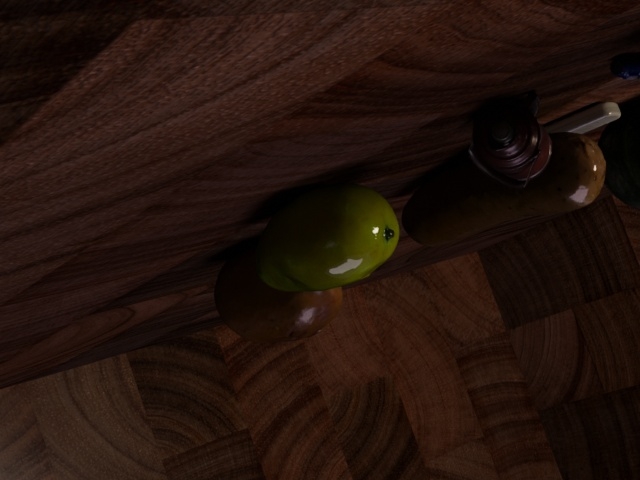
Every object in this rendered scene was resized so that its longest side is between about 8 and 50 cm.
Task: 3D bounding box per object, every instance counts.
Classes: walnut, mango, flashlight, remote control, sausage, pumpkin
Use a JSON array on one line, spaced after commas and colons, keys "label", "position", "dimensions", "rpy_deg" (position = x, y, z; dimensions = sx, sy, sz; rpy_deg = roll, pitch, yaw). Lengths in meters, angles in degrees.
[{"label": "walnut", "position": [-0.065, 0.087, 1.964], "dimensions": [0.203, 0.203, 0.298], "rpy_deg": [-16, 180, -30]}, {"label": "mango", "position": [0.008, -0.004, 1.650], "dimensions": [0.185, 0.149, 0.273], "rpy_deg": [-25, -179, -19]}, {"label": "flashlight", "position": [0.423, -0.228, 1.496], "dimensions": [0.057, 0.035, 0.121], "rpy_deg": [-24, 172, 40]}, {"label": "remote control", "position": [0.396, -0.180, 1.837], "dimensions": [0.190, 0.029, 0.087], "rpy_deg": [-22, 173, 28]}, {"label": "sausage", "position": [0.272, -0.080, 1.840], "dimensions": [0.136, 0.123, 0.501], "rpy_deg": [31, 157, -20]}, {"label": "pumpkin", "position": [0.632, -0.155, 1.948], "dimensions": [0.300, 0.207, 0.300], "rpy_deg": [-14, 176, -1]}]

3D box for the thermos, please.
[{"label": "thermos", "position": [0.263, -0.140, 1.535], "dimensions": [0.124, 0.099, 0.232], "rpy_deg": [-58, 165, 6]}]
